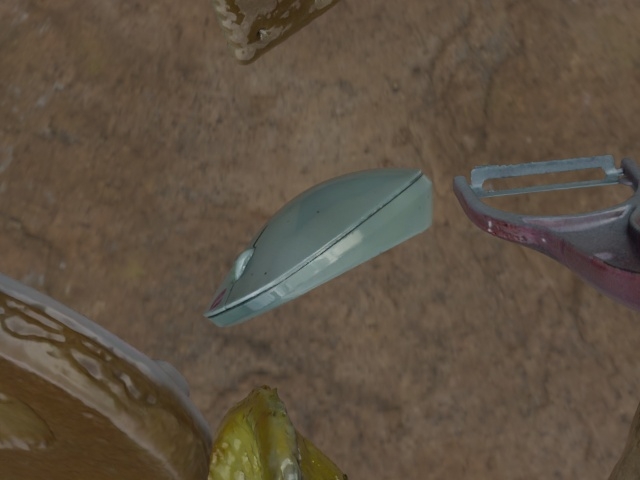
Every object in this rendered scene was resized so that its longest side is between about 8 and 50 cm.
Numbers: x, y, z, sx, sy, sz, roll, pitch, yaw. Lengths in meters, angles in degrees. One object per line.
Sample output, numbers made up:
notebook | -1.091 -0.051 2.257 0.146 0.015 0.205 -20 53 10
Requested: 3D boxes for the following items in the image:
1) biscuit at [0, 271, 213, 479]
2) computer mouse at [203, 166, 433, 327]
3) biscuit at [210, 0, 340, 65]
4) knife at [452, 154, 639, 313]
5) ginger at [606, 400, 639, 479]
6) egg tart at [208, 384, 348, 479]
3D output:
biscuit | -0.131 0.058 0.572 0.181 0.049 0.208 0 144 29
computer mouse | -0.002 -0.006 1.487 0.159 0.288 0.097 -23 92 52
biscuit | 0.008 -0.351 1.614 0.325 0.044 0.217 -36 139 -16
knife | 0.159 0.002 0.697 0.123 0.278 0.053 -10 104 -8
ginger | 0.228 0.183 1.003 0.074 0.137 0.213 30 112 -5
egg tart | -0.044 0.297 1.417 0.120 0.315 0.315 9 113 -18
